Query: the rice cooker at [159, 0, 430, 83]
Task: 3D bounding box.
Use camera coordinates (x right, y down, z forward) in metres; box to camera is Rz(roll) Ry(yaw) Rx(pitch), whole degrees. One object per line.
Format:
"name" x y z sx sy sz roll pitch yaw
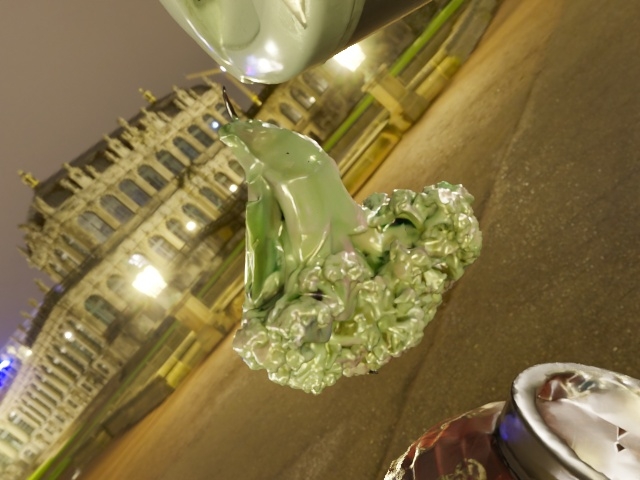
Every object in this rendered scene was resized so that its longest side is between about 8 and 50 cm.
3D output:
"rice cooker" -0.013 -0.275 0.431 0.277 0.288 0.288 -36 3 -20

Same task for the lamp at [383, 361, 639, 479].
"lamp" 0.147 0.201 0.358 0.247 0.247 0.247 -48 7 8

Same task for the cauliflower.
"cauliflower" 0.000 0.000 0.557 0.239 0.315 0.256 14 51 43
